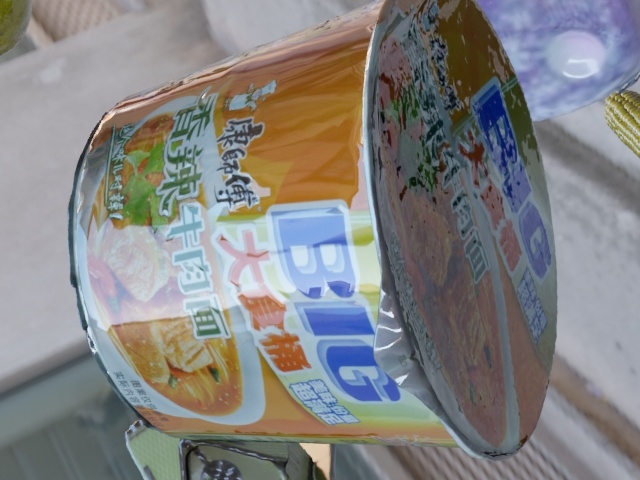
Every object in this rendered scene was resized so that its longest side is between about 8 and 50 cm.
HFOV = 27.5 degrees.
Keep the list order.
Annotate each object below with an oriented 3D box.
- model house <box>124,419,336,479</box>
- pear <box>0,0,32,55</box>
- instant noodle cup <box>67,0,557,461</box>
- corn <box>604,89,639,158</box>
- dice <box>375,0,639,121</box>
[{"bbox_3d":[-0.147,0.230,1.487,0.278,0.218,0.205,48,-166,-16],"label":"model house"},{"bbox_3d":[-0.427,-0.294,1.599,0.149,0.149,0.162,81,-171,-47],"label":"pear"},{"bbox_3d":[0.000,0.000,0.802,0.296,0.214,0.296,31,-126,-56],"label":"instant noodle cup"},{"bbox_3d":[0.630,-0.183,2.414,0.318,0.115,0.115,51,160,48],"label":"corn"},{"bbox_3d":[0.228,-0.314,1.508,0.271,0.270,0.270,58,-148,-32],"label":"dice"}]
